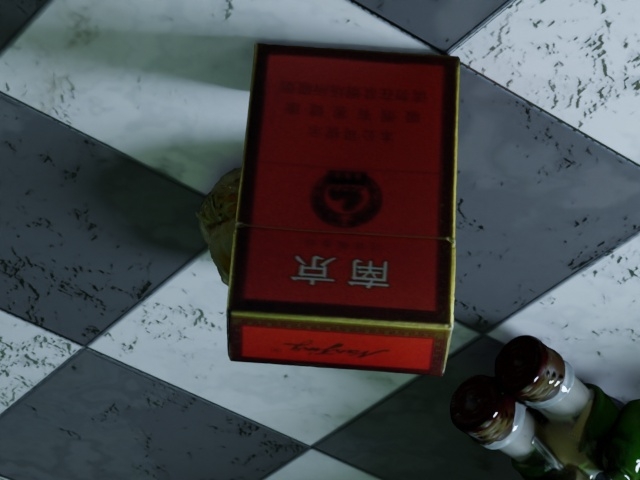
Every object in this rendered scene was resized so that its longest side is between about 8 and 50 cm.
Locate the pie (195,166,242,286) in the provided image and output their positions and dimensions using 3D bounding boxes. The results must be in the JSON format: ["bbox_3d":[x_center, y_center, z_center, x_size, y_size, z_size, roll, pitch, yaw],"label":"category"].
[{"bbox_3d":[0.000,0.000,1.562,0.194,0.079,0.163,-12,143,22],"label":"pie"}]

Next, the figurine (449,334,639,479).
[{"bbox_3d":[0.269,0.226,1.765,0.281,0.167,0.370,-44,117,10],"label":"figurine"}]

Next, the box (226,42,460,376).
[{"bbox_3d":[0.018,-0.026,1.388,0.153,0.239,0.074,6,145,-3],"label":"box"}]
